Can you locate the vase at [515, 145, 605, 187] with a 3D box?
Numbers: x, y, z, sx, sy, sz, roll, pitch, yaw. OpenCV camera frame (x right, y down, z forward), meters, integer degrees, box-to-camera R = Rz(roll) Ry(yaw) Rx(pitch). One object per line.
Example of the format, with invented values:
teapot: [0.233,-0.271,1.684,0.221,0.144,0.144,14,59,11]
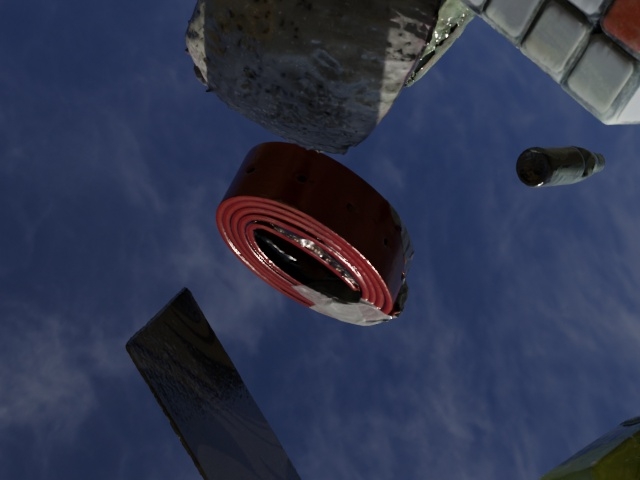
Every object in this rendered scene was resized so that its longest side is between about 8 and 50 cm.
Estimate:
vase: [0.371,-0.114,1.207,0.211,0.060,0.060,-10,-112,-46]

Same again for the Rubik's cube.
Rubik's cube: [0.328,-0.282,0.778,0.256,0.253,0.259,-6,-135,-37]

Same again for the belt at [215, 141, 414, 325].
belt: [0.000,0.000,1.183,0.324,0.227,0.115,41,-124,-24]

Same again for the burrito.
burrito: [0.215,-0.373,1.356,0.066,0.309,0.096,49,-141,6]

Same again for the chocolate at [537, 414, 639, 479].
chocolate: [0.466,0.418,1.146,0.289,0.137,0.300,-13,-101,-42]

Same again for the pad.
pad: [-0.079,0.210,0.815,0.330,0.004,0.220,61,-171,-8]

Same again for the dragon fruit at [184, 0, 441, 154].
dragon fruit: [-0.011,-0.265,0.860,0.221,0.204,0.283,17,-114,-16]
